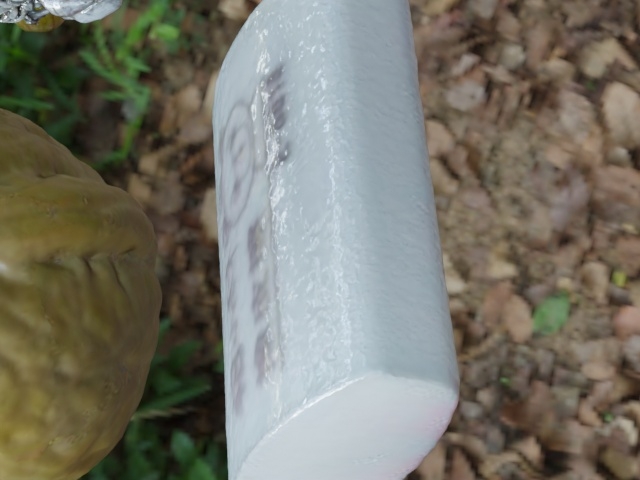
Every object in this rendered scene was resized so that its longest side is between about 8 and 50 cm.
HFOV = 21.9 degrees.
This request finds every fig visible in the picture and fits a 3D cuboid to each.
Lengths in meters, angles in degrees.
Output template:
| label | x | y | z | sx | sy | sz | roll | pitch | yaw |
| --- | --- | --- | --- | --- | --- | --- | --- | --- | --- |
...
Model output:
| label | x | y | z | sx | sy | sz | roll | pitch | yaw |
| --- | --- | --- | --- | --- | --- | --- | --- | --- | --- |
| fig | -0.218 | -0.200 | 1.275 | 0.050 | 0.050 | 0.083 | 53 | 150 | 39 |

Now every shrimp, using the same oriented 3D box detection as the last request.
| label | x | y | z | sx | sy | sz | roll | pitch | yaw |
| --- | --- | --- | --- | --- | --- | --- | --- | --- | --- |
| shrimp | -0.191 | -0.150 | 0.980 | 0.165 | 0.056 | 0.065 | -10 | 78 | 21 |

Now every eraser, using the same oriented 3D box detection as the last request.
| label | x | y | z | sx | sy | sz | roll | pitch | yaw |
| --- | --- | --- | --- | --- | --- | --- | --- | --- | --- |
| eraser | 0.000 | 0.000 | 0.904 | 0.174 | 0.095 | 0.270 | 127 | 145 | -49 |

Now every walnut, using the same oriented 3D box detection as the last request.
| label | x | y | z | sx | sy | sz | roll | pitch | yaw |
| --- | --- | --- | --- | --- | --- | --- | --- | --- | --- |
| walnut | -0.264 | 0.045 | 1.188 | 0.333 | 0.333 | 0.333 | -13 | 72 | 43 |
